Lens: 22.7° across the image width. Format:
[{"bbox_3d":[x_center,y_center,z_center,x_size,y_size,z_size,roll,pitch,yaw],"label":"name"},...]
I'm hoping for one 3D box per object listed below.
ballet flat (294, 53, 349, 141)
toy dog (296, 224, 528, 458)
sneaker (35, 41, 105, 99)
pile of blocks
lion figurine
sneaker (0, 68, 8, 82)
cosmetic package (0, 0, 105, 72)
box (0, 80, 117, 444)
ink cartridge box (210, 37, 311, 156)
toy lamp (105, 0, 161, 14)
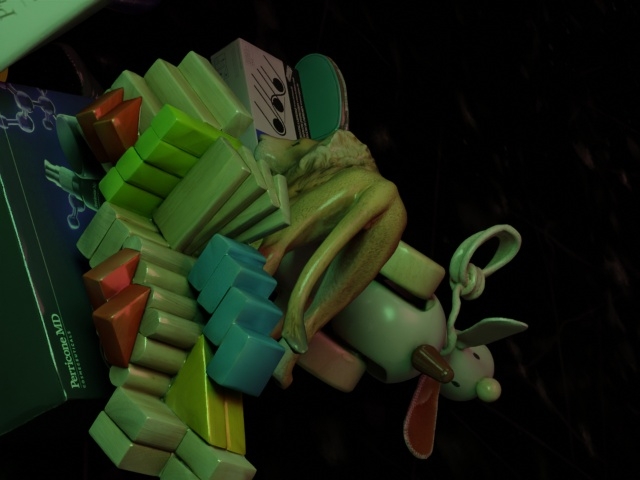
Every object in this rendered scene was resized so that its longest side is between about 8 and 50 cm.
[{"bbox_3d":[0.005,-0.091,1.706,0.079,0.076,0.222,48,31,-59],"label":"ballet flat"},{"bbox_3d":[0.118,0.111,1.581,0.333,0.220,0.161,-1,33,-49],"label":"toy dog"},{"bbox_3d":[-0.189,-0.098,1.416,0.089,0.051,0.170,-23,90,-61],"label":"sneaker"},{"bbox_3d":[-0.108,0.011,1.138,0.112,0.149,0.362,23,48,-49],"label":"pile of blocks"},{"bbox_3d":[0.000,0.000,1.358,0.142,0.240,0.392,49,-11,-15],"label":"lion figurine"},{"bbox_3d":[-0.320,-0.151,1.251,0.144,0.059,0.053,27,72,-30],"label":"sneaker"},{"bbox_3d":[-0.172,-0.385,1.249,0.329,0.393,0.327,55,8,-11],"label":"cosmetic package"},{"bbox_3d":[-0.204,0.018,1.239,0.184,0.103,0.261,3,63,-54],"label":"box"},{"bbox_3d":[-0.053,-0.099,1.634,0.097,0.046,0.207,24,46,-46],"label":"ink cartridge box"},{"bbox_3d":[-0.148,-0.274,1.601,0.080,0.080,0.274,61,30,0],"label":"toy lamp"}]
